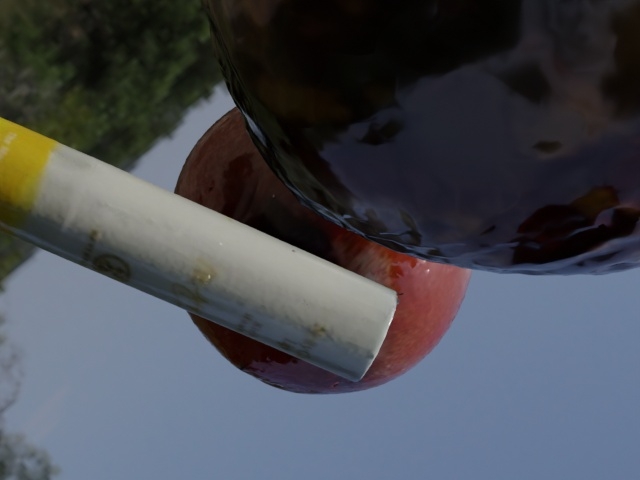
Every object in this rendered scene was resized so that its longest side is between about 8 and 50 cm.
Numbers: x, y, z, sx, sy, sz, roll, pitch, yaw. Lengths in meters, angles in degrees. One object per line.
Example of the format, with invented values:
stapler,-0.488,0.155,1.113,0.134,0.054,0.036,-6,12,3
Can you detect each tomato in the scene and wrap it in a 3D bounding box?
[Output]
tomato,0.000,0.000,1.013,0.208,0.208,0.184,-33,-161,29

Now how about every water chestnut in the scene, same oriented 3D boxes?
water chestnut,0.087,-0.160,0.542,0.335,0.335,0.347,-33,180,29

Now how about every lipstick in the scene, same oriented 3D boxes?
lipstick,-0.086,0.002,0.842,0.059,0.264,0.059,-156,-90,-83
